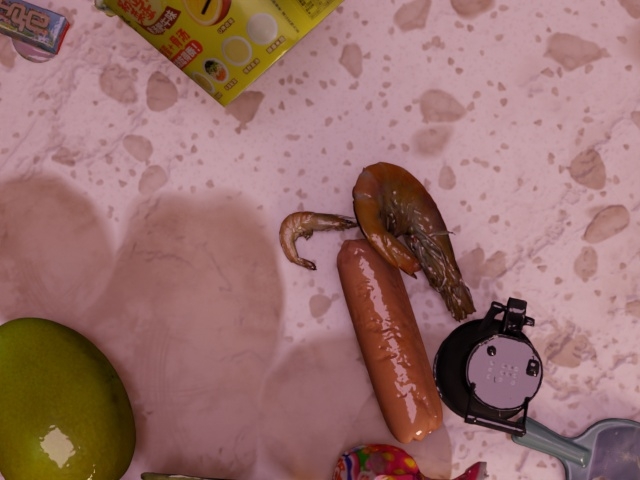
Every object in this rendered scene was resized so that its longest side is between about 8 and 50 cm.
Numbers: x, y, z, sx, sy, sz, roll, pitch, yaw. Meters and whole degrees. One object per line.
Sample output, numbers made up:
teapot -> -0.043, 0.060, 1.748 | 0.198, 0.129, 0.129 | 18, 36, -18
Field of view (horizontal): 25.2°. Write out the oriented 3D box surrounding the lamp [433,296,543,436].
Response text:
lamp -> 0.232, 0.162, 1.866 | 0.147, 0.227, 0.172 | 16, 84, 1

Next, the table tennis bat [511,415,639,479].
table tennis bat -> 0.373, 0.301, 1.953 | 0.237, 0.038, 0.149 | 25, 87, -1

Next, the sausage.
sausage -> 0.094, 0.132, 1.938 | 0.086, 0.086, 0.289 | -18, 84, -3

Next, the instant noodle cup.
instant noodle cup -> -0.118, -0.331, 1.894 | 0.311, 0.311, 0.221 | -41, 95, -4

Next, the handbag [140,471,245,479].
handbag -> -0.123, 0.426, 1.841 | 0.263, 0.222, 0.241 | 2, 80, 1

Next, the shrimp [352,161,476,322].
shrimp -> 0.130, 0.002, 1.940 | 0.248, 0.068, 0.150 | 52, 47, 0

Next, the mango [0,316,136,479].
mango -> -0.345, 0.224, 1.891 | 0.185, 0.149, 0.273 | -12, 72, -8

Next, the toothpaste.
toothpaste -> -0.454, -0.310, 1.994 | 0.193, 0.044, 0.070 | 21, 84, 1

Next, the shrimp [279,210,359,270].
shrimp -> 0.000, 0.000, 1.982 | 0.114, 0.023, 0.083 | -2, 87, 4

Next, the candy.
candy -> 0.197, 0.337, 1.911 | 0.365, 0.124, 0.124 | 3, 84, -3
